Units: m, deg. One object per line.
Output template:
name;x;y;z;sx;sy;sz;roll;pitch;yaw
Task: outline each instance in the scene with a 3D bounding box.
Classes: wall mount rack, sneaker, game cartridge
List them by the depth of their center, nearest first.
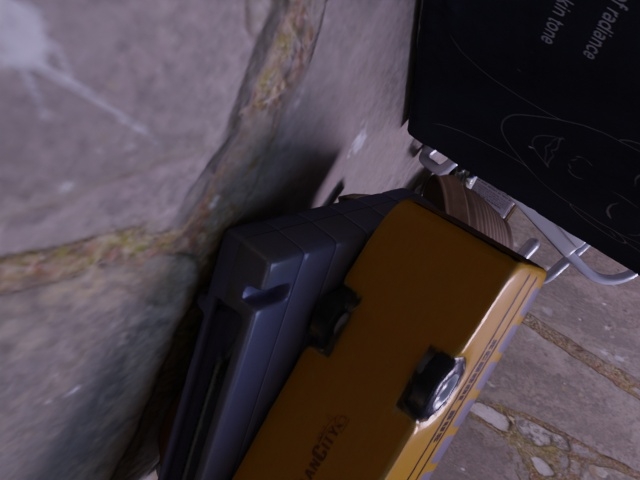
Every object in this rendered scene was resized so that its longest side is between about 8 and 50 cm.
game cartridge;-0.031;0.131;0.710;0.230;0.068;0.355;-20;135;-53
wall mount rack;0.299;-0.126;1.022;0.304;0.350;0.130;-44;-160;6
sneaker;0.238;-0.092;1.458;0.135;0.052;0.058;-56;173;9

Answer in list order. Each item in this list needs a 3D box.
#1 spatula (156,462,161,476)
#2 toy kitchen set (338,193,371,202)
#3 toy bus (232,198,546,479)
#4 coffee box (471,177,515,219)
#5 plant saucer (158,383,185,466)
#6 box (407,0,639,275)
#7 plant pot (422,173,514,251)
spatula;-0.096;0.275;0.916;0.019;0.168;0.242;-18;173;23
toy kitchen set;0.000;0.000;0.791;0.083;0.075;0.068;-12;-170;-26
toy bus;0.034;0.138;0.648;0.332;0.108;0.130;-62;153;8
coffee box;0.334;-0.113;1.623;0.297;0.119;0.168;-55;168;1
plant saucer;-0.085;0.134;0.787;0.200;0.037;0.200;-52;169;-14
box;0.344;-0.152;0.623;0.297;0.472;0.480;-53;170;-10
plant pot;0.207;0.024;1.220;0.237;0.110;0.237;-178;-90;-85
